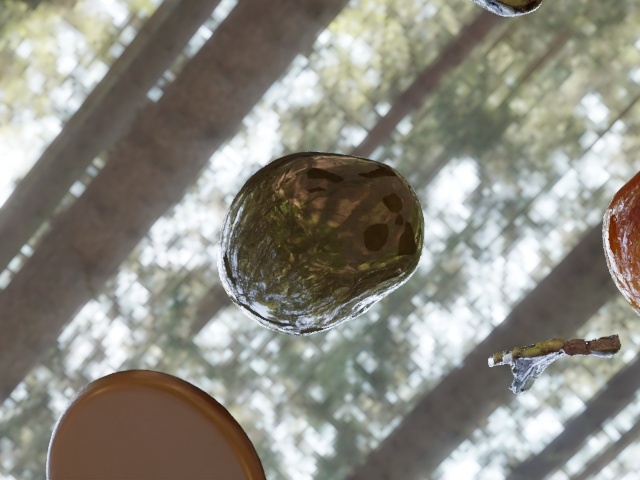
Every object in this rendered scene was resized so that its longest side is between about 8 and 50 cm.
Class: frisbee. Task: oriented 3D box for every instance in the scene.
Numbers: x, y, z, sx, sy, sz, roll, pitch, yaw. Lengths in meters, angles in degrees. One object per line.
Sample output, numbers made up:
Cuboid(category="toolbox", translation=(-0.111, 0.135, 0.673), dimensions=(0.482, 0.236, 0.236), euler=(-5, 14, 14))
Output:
Cuboid(category="frisbee", translation=(-0.159, 0.245, 1.576), dimensions=(0.251, 0.251, 0.021), euler=(46, -154, 9))

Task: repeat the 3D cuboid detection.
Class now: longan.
Cuboid(category="longan", translation=(0.000, 0.000, 1.461), dimensions=(0.167, 0.187, 0.167), euler=(-8, -90, -88))

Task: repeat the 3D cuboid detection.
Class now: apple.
Cuboid(category="apple", translation=(0.293, -0.012, 1.271), dimensions=(0.139, 0.163, 0.163), euler=(54, -158, -6))

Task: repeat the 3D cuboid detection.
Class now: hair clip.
Cuboid(category="hair clip", translation=(0.296, 0.156, 2.191), dimensions=(0.146, 0.187, 0.056), euler=(-6, -107, -19))

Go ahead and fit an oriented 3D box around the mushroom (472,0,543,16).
Cuboid(category="mushroom", translation=(0.206, -0.375, 1.617), dimensions=(0.100, 0.312, 0.081), euler=(8, -162, -13))
